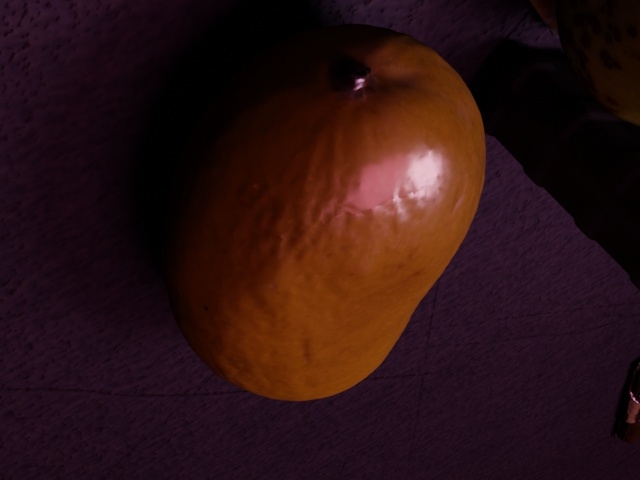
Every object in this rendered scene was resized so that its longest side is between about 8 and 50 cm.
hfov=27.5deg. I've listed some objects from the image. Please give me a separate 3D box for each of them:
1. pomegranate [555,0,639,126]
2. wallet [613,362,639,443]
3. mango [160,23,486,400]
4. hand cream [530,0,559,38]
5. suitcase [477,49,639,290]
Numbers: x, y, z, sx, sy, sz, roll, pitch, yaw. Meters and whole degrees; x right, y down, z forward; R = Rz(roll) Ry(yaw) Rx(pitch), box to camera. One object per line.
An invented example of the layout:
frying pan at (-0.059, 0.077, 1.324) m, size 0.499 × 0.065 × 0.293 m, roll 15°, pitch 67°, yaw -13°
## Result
pomegranate at (0.248, -0.179, 0.790) m, size 0.214 × 0.214 × 0.248 m, roll -17°, pitch 111°, yaw -31°
wallet at (0.438, 0.186, 1.661) m, size 0.122 × 0.031 × 0.232 m, roll -31°, pitch 151°, yaw -13°
mango at (-0.007, 0.000, 0.805) m, size 0.195 × 0.142 × 0.332 m, roll -15°, pitch 147°, yaw -25°
hand cream at (0.150, -0.161, 0.860) m, size 0.035 × 0.022 × 0.102 m, roll -35°, pitch 147°, yaw 8°
suitcase at (0.261, -0.050, 0.948) m, size 0.285 × 0.206 × 0.066 m, roll -2°, pitch 133°, yaw -46°
